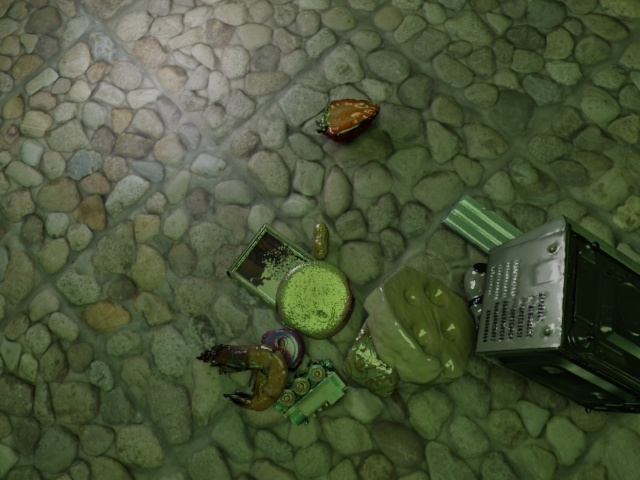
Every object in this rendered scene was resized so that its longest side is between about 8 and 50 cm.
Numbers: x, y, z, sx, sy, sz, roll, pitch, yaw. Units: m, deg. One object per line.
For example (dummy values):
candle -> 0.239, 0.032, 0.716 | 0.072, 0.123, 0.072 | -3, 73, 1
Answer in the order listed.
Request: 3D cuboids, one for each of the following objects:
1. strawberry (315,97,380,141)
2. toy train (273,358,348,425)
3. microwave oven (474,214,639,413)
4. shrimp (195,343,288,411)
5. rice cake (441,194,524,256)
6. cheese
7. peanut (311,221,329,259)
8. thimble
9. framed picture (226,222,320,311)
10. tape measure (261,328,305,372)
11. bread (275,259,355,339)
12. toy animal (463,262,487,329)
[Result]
strawberry -> 0.079, -0.367, 1.402 | 0.192, 0.085, 0.140 | -43, 67, -12
toy train -> -0.028, 0.406, 1.206 | 0.194, 0.081, 0.125 | -40, 87, -1
microwave oven -> 0.596, 0.177, 1.019 | 0.395, 0.247, 0.332 | 27, 62, -18
shrimp -> -0.207, 0.364, 1.217 | 0.290, 0.075, 0.177 | -4, 88, 21
rice cake -> 0.474, -0.027, 1.292 | 0.237, 0.043, 0.127 | 41, 83, 14
cheese -> 0.258, 0.214, 1.133 | 0.327, 0.115, 0.317 | 17, 42, -24
peanut -> 0.000, 0.000, 1.327 | 0.054, 0.054, 0.113 | 2, 78, 6
thimble -> 0.156, 0.298, 1.190 | 0.144, 0.137, 0.190 | 25, 64, 14
framed picture -> -0.125, 0.089, 1.335 | 0.252, 0.014, 0.197 | 35, 81, 13
tape measure -> -0.107, 0.301, 1.246 | 0.125, 0.074, 0.118 | 6, 81, 12
bread -> -0.014, 0.167, 1.282 | 0.229, 0.033, 0.228 | 0, 80, -1
toy animal -> 0.442, 0.147, 1.186 | 0.121, 0.093, 0.225 | 0, 48, 10
